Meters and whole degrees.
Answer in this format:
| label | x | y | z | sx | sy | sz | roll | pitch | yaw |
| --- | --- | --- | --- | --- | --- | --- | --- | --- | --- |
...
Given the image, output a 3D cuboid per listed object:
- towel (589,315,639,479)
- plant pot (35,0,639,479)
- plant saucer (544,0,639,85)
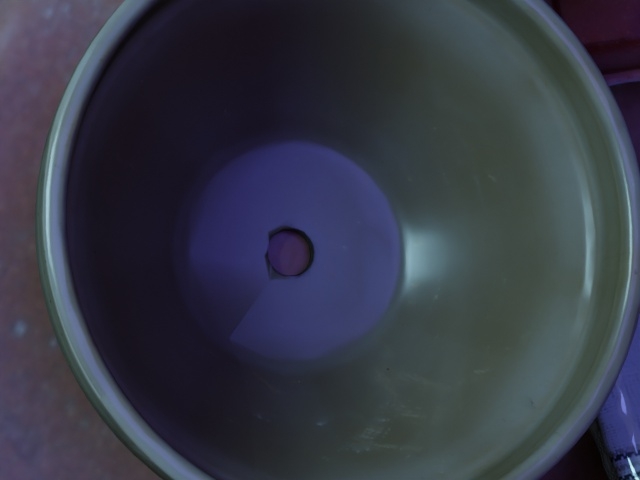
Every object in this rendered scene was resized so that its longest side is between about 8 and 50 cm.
| label | x | y | z | sx | sy | sz | roll | pitch | yaw |
| --- | --- | --- | --- | --- | --- | --- | --- | --- | --- |
| towel | 0.270 | 0.099 | 0.784 | 0.312 | 0.056 | 0.324 | -11 | 69 | -17 |
| plant pot | 0.000 | 0.000 | 0.731 | 0.237 | 0.110 | 0.237 | 3 | 81 | -16 |
| plant saucer | 0.191 | -0.207 | 0.848 | 0.258 | 0.048 | 0.259 | -10 | 85 | -17 |
